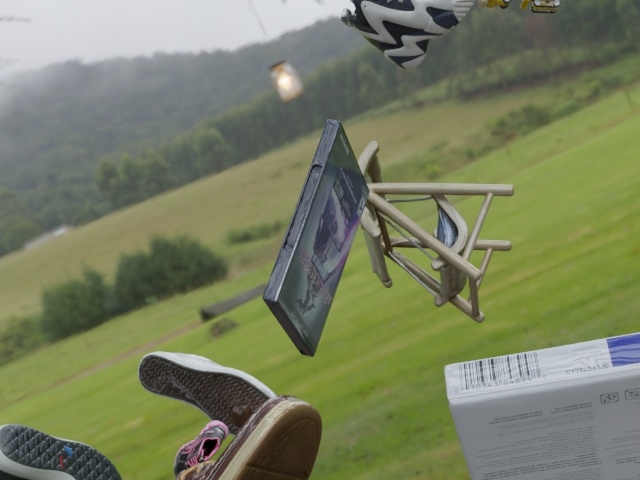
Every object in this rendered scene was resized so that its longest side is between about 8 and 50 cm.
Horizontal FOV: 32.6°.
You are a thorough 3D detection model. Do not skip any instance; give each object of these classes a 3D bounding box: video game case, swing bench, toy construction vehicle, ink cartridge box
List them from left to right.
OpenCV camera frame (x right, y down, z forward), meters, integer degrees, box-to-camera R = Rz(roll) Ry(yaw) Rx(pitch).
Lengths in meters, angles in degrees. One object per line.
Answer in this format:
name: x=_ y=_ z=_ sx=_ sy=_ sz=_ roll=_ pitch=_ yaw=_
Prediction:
video game case: x=0.000 y=0.000 z=1.515 sx=0.026 sy=0.274 sz=0.196 roll=10 pitch=-24 yaw=20
swing bench: x=0.172 y=-0.009 z=1.802 sx=0.253 sy=0.254 sz=0.165 roll=66 pitch=-135 yaw=-67
toy construction vehicle: x=0.238 y=-0.301 z=1.298 sx=0.098 sy=0.035 sz=0.086 roll=2 pitch=-9 yaw=3
ink cartridge box: x=0.340 y=0.246 z=1.337 sx=0.324 sy=0.330 sz=0.071 roll=-11 pitch=44 yaw=10

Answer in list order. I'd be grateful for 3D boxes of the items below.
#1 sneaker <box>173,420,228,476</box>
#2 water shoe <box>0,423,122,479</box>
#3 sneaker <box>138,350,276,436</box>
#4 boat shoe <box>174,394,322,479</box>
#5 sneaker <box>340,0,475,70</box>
sneaker: x=-0.194 y=0.342 z=1.747 sx=0.119 sy=0.047 sz=0.057 roll=-50 pitch=14 yaw=13
water shoe: x=-0.305 y=0.263 z=1.224 sx=0.080 sy=0.203 sz=0.073 roll=-31 pitch=43 yaw=21
sneaker: x=-0.166 y=0.258 z=1.907 sx=0.290 sy=0.106 sz=0.123 roll=23 pitch=7 yaw=21
boat shoe: x=-0.126 y=0.298 z=1.224 sx=0.123 sy=0.123 sz=0.342 roll=13 pitch=-68 yaw=-48
sneaker: x=0.108 y=-0.330 z=1.408 sx=0.235 sy=0.153 sz=0.094 roll=-43 pitch=27 yaw=57
